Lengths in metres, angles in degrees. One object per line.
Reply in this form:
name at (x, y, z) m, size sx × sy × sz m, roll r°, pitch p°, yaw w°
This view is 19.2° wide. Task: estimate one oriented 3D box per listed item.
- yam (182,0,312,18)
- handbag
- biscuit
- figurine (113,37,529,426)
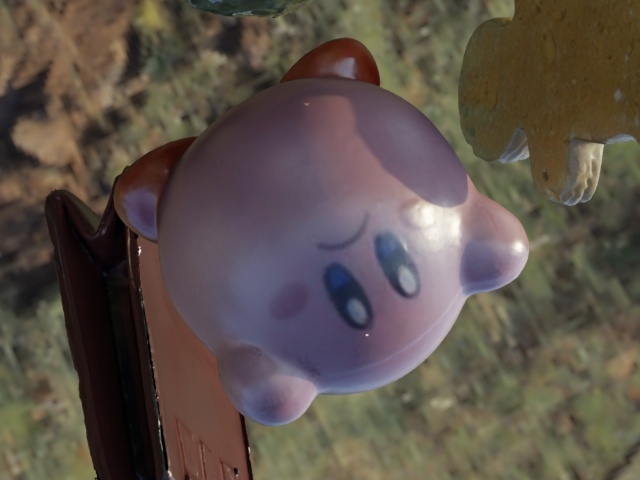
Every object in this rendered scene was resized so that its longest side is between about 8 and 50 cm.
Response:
yam at (-0.004, -0.213, 0.878) m, size 0.168 × 0.168 × 0.304 m, roll -11°, pitch 168°, yaw -36°
handbag at (-0.123, 0.105, 1.474) m, size 0.084 × 0.275 × 0.260 m, roll -14°, pitch 157°, yaw 7°
biscuit at (0.138, -0.097, 1.032) m, size 0.030 × 0.153 × 0.234 m, roll 1°, pitch 170°, yaw -22°
figurine at (0.000, 0.000, 0.979) m, size 0.173 × 0.173 × 0.173 m, roll -23°, pitch 160°, yaw -9°
